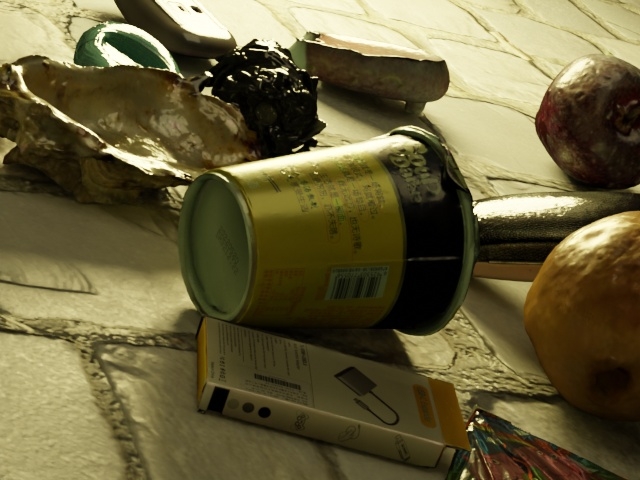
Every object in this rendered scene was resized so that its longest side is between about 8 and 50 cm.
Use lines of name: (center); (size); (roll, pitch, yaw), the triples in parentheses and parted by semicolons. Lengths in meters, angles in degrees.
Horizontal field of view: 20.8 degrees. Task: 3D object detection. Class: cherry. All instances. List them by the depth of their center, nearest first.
cherry: (0.389, -0.162, 2.395); (0.195, 0.195, 0.195); (18, 22, -8)

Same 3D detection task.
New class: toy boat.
toy boat: (0.066, -0.230, 2.415); (0.227, 0.085, 0.155); (11, 13, 7)

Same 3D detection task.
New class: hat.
hat: (-0.231, -0.184, 2.029); (0.138, 0.078, 0.191); (35, 21, -12)

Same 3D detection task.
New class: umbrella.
umbrella: (-0.081, -0.188, 2.126); (0.154, 0.128, 0.336); (30, 12, -21)

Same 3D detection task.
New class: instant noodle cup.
instant noodle cup: (0.000, 0.000, 1.671); (0.236, 0.215, 0.215); (-6, 33, -33)

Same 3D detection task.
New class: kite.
kite: (0.200, 0.217, 1.569); (0.321, 0.016, 0.234); (7, 24, -32)

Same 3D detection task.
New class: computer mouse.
computer mouse: (-0.199, -0.295, 2.337); (0.120, 0.057, 0.232); (1, 32, -39)

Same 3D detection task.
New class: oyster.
oyster: (-0.203, -0.095, 1.832); (0.361, 0.096, 0.221); (0, 35, -41)

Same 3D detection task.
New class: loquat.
loquat: (0.316, 0.074, 1.730); (0.238, 0.193, 0.238); (-21, 17, 7)

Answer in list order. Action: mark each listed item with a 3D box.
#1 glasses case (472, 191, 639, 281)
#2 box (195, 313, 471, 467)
glasses case: (0.272, -0.005, 1.926); (0.314, 0.075, 0.122); (0, 28, 22)
box: (0.008, 0.138, 1.555); (0.247, 0.033, 0.129); (16, 22, -11)
